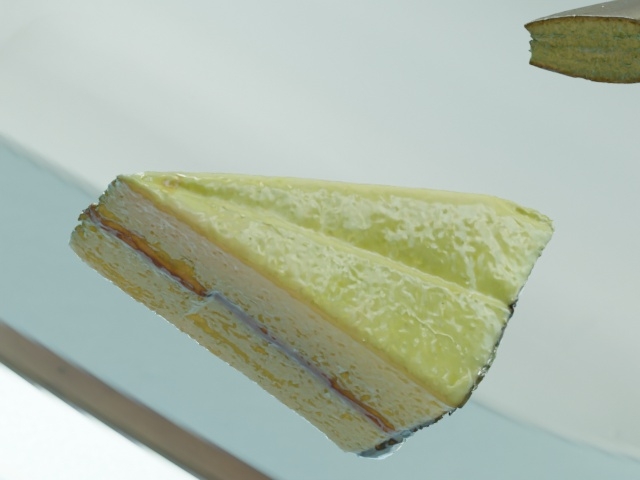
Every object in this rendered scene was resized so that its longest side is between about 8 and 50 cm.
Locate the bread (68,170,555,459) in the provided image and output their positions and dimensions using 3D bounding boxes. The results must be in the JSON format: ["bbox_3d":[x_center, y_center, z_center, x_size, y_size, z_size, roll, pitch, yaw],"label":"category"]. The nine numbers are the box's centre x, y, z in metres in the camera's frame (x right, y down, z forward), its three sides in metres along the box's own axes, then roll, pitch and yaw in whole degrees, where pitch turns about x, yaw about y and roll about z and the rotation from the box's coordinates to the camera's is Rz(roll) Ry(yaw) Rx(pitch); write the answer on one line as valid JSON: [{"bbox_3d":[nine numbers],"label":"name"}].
[{"bbox_3d":[-0.004,-0.001,0.960,0.264,0.163,0.168,36,-28,-9],"label":"bread"}]

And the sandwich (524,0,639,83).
[{"bbox_3d":[0.129,-0.082,0.603,0.083,0.044,0.030,-12,-68,-6],"label":"sandwich"}]
